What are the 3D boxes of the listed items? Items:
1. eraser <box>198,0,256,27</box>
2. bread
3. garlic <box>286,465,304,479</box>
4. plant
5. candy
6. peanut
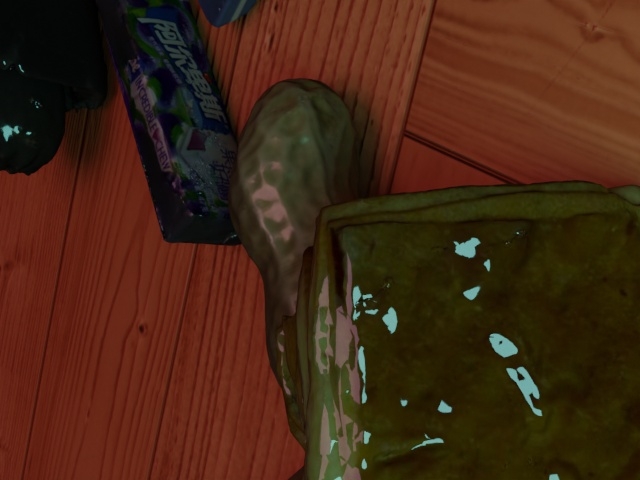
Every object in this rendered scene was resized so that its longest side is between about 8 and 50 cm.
[{"bbox_3d":[-0.064,-0.287,1.271,0.082,0.036,0.225,63,147,19],"label":"eraser"},{"bbox_3d":[0.107,0.132,0.954,0.167,0.277,0.325,151,115,-72],"label":"bread"},{"bbox_3d":[-0.009,0.270,1.208,0.318,0.112,0.143,-50,50,25],"label":"garlic"},{"bbox_3d":[-0.317,-0.196,1.527,0.142,0.164,0.256,2,81,51],"label":"plant"},{"bbox_3d":[-0.142,-0.139,1.362,0.061,0.088,0.312,-43,58,43],"label":"candy"},{"bbox_3d":[0.000,0.000,1.170,0.136,0.120,0.298,-22,68,15],"label":"peanut"}]
